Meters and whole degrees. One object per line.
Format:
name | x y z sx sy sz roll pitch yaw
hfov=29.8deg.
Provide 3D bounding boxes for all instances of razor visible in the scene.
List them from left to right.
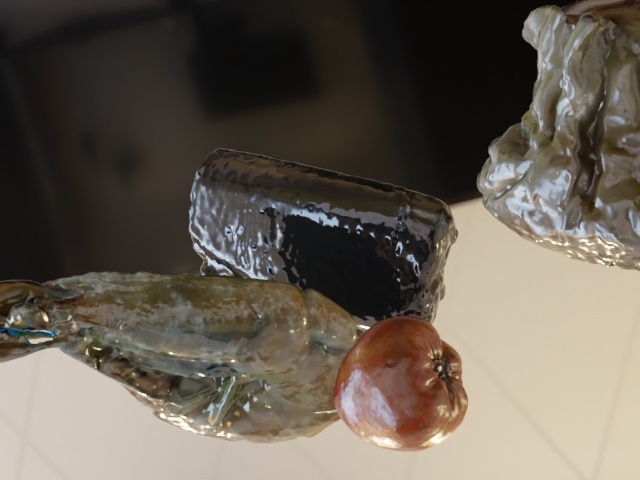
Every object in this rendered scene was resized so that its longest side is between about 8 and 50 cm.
razor | -0.003 0.001 1.447 0.327 0.189 0.107 16 -155 23

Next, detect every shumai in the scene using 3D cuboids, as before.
shumai | 0.222 -0.080 0.870 0.184 0.185 0.218 -37 -136 -21

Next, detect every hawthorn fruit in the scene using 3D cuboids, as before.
hawthorn fruit | 0.071 0.139 1.088 0.140 0.125 0.125 -56 -175 13

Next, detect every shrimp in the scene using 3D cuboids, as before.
shrimp | -0.161 0.122 1.317 0.446 0.221 0.110 12 -148 -11
